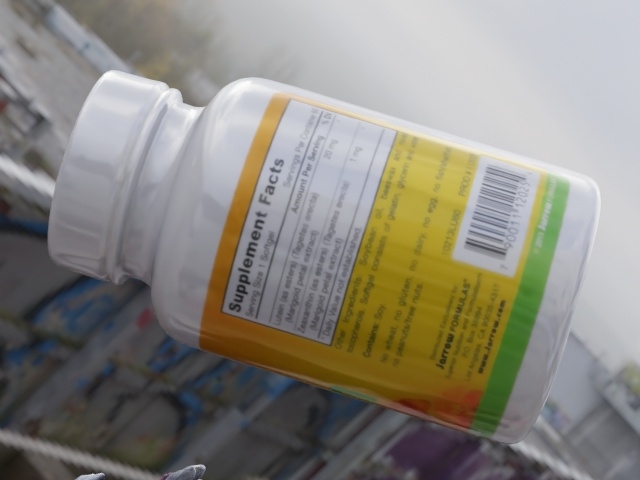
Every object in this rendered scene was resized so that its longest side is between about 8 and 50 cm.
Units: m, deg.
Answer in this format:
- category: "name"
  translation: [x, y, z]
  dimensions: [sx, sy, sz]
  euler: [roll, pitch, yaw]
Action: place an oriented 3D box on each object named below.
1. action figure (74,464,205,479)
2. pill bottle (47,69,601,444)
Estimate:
- category: "action figure"
  translation: [-0.061, 0.311, 0.900]
  dimensions: [0.248, 0.275, 0.370]
  euler: [-96, 162, -85]
- category: "pill bottle"
  translation: [0.000, 0.000, 0.798]
  dimensions: [0.245, 0.136, 0.136]
  euler: [17, 5, 4]
